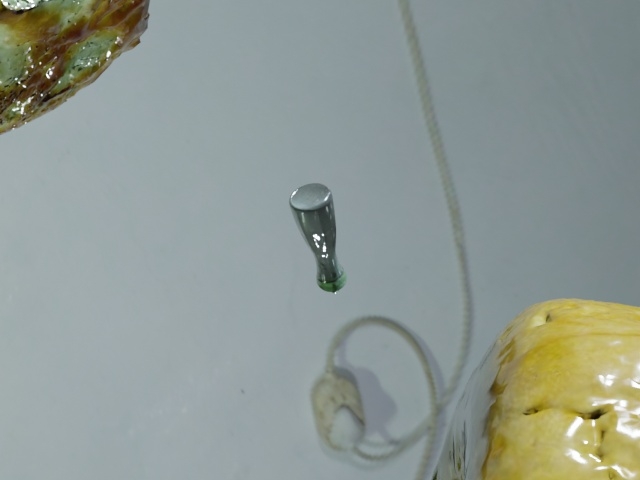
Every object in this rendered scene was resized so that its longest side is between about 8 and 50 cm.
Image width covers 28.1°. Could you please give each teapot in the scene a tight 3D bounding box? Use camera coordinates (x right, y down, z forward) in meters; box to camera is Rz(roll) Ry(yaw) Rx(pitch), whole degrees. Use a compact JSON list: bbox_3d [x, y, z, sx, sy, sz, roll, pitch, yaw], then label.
[{"bbox_3d":[0.000,0.000,1.230,0.042,0.043,0.111,-21,128,-10],"label":"teapot"}]

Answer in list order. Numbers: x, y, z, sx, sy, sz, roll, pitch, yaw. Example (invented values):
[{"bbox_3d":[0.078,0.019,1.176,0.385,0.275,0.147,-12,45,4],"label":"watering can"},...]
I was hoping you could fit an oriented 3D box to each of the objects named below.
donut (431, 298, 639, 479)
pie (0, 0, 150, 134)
[{"bbox_3d":[0.086,0.148,0.441,0.128,0.208,0.261,18,110,2],"label":"donut"},{"bbox_3d":[-0.319,-0.190,1.305,0.354,0.288,0.103,-31,82,-45],"label":"pie"}]
